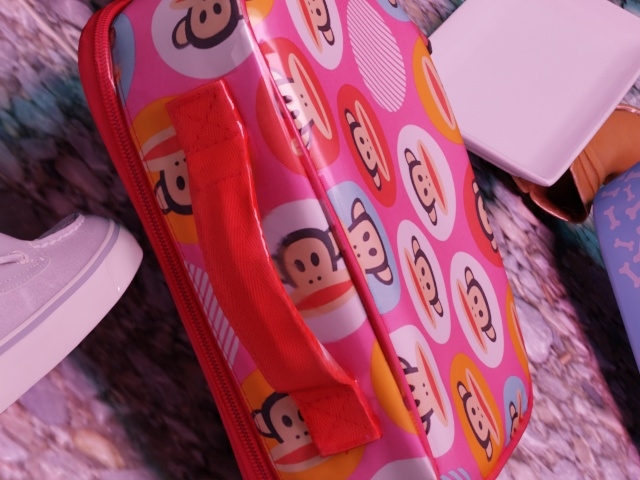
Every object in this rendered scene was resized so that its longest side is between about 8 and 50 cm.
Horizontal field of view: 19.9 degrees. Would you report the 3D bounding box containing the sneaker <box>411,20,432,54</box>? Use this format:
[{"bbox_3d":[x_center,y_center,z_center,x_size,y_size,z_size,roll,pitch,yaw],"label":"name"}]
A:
[{"bbox_3d":[-0.028,-0.150,1.135,0.276,0.097,0.135,5,55,-55],"label":"sneaker"}]

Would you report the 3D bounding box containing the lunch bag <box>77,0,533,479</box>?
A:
[{"bbox_3d":[0.000,0.000,0.889,0.293,0.120,0.258,68,19,-7],"label":"lunch bag"}]

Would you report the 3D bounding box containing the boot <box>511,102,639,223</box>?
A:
[{"bbox_3d":[0.210,-0.059,1.443,0.197,0.073,0.152,30,31,-15],"label":"boot"}]

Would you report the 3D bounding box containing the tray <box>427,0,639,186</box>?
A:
[{"bbox_3d":[0.157,-0.128,1.390,0.145,0.030,0.270,31,40,10],"label":"tray"}]

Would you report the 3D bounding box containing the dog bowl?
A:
[{"bbox_3d":[0.278,0.071,1.332,0.166,0.074,0.297,27,45,-58],"label":"dog bowl"}]

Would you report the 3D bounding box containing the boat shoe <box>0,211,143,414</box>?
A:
[{"bbox_3d":[-0.146,0.026,0.746,0.081,0.079,0.227,54,29,-8],"label":"boat shoe"}]
